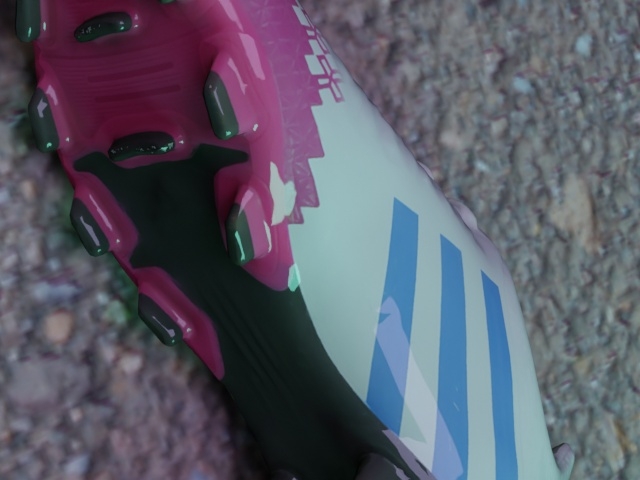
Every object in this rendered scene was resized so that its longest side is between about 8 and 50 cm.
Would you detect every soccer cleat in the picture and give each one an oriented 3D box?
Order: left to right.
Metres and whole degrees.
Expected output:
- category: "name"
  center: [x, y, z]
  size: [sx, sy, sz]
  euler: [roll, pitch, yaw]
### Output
- category: "soccer cleat"
  center: [0.000, 0.000, 0.567]
  size: [0.143, 0.116, 0.331]
  euler: [-41, 111, -46]
